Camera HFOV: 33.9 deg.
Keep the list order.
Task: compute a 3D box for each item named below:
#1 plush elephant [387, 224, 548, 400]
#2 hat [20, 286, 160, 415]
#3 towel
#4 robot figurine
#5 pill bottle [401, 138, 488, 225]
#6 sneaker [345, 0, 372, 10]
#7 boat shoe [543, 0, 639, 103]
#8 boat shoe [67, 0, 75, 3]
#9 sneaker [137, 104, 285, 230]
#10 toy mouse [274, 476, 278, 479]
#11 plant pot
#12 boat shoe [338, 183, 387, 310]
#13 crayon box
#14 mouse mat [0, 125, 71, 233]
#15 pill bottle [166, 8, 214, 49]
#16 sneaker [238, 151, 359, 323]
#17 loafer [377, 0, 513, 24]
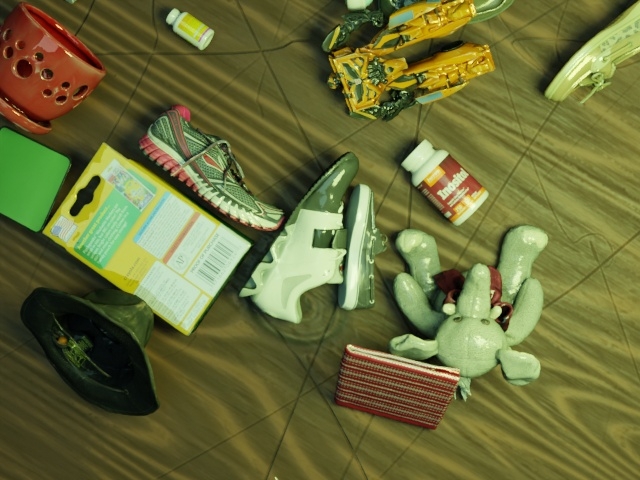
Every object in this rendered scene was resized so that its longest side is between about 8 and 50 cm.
[{"bbox_3d":[0.255,0.130,1.797,0.272,0.255,0.330,5,92,2],"label":"plush elephant"},{"bbox_3d":[-0.371,0.167,1.861,0.331,0.331,0.134,43,54,1],"label":"hat"},{"bbox_3d":[0.127,0.253,1.812,0.199,0.275,0.031,13,63,3],"label":"towel"},{"bbox_3d":[0.145,-0.320,1.842,0.291,0.085,0.211,-19,114,14],"label":"robot figurine"},{"bbox_3d":[0.219,-0.106,1.878,0.152,0.086,0.086,44,93,1],"label":"pill bottle"},{"bbox_3d":[0.132,-0.578,1.845,0.150,0.135,0.366,12,93,6],"label":"sneaker"},{"bbox_3d":[0.519,-0.331,1.849,0.285,0.104,0.089,-40,87,2],"label":"boat shoe"},{"bbox_3d":[-0.480,-0.478,1.929,0.100,0.035,0.035,39,66,5],"label":"boat shoe"},{"bbox_3d":[-0.184,-0.123,1.880,0.299,0.121,0.112,38,91,2],"label":"sneaker"},{"bbox_3d":[-0.067,0.501,1.935,0.161,0.031,0.143,-14,91,3],"label":"toy mouse"},{"bbox_3d":[-0.505,-0.297,1.855,0.191,0.191,0.174,43,96,1],"label":"plant pot"},{"bbox_3d":[0.083,0.015,1.896,0.076,0.080,0.228,6,89,-15],"label":"boat shoe"},{"bbox_3d":[-0.308,-0.004,1.907,0.323,0.083,0.203,35,93,1],"label":"crayon box"},{"bbox_3d":[-0.547,-0.112,1.916,0.189,0.007,0.152,25,92,25],"label":"mouse mat"},{"bbox_3d":[-0.238,-0.386,1.912,0.083,0.043,0.043,35,93,1],"label":"pill bottle"},{"bbox_3d":[0.000,0.000,1.880,0.146,0.122,0.330,33,102,1],"label":"sneaker"},{"bbox_3d":[0.228,-0.431,1.867,0.251,0.087,0.094,-11,91,3],"label":"loafer"}]
